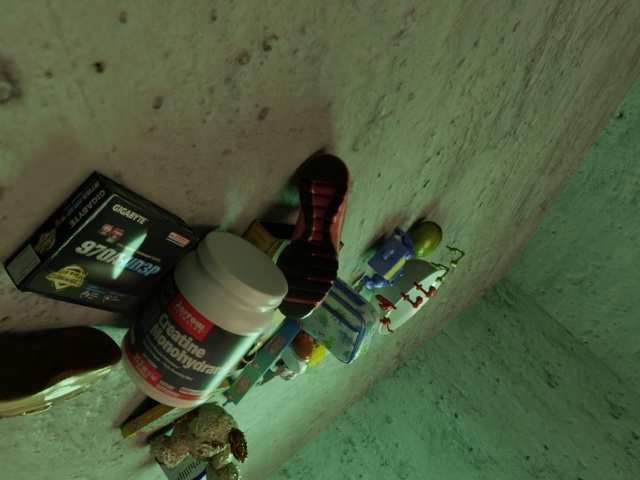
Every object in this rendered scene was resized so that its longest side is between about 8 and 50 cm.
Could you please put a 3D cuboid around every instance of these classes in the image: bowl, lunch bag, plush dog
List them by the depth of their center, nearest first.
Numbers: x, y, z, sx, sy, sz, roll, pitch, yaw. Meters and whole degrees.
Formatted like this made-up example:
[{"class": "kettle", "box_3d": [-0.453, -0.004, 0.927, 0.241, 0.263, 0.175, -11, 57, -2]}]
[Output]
[{"class": "lunch bag", "box_3d": [0.036, 0.186, 1.461, 0.090, 0.219, 0.176, -23, 142, -44]}, {"class": "plush dog", "box_3d": [-0.286, 0.502, 1.508, 0.210, 0.263, 0.225, -64, -178, -39]}, {"class": "bowl", "box_3d": [0.261, 0.158, 1.905, 0.298, 0.134, 0.297, -36, 157, -18]}]

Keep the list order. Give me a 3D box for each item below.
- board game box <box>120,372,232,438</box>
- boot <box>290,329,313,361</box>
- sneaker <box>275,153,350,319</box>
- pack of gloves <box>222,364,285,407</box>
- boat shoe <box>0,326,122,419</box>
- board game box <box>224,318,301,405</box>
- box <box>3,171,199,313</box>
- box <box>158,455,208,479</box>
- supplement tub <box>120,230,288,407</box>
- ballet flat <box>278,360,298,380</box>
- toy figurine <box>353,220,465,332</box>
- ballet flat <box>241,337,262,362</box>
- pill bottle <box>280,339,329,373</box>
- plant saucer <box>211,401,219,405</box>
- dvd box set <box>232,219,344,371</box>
[{"class": "board game box", "box_3d": [-0.328, 0.383, 1.348, 0.260, 0.039, 0.124, -35, 161, 15]}, {"class": "boot", "box_3d": [-0.045, 0.250, 1.566, 0.059, 0.157, 0.084, 8, 130, -13]}, {"class": "sneaker", "box_3d": [0.001, 0.000, 1.108, 0.136, 0.116, 0.313, 29, 76, -78]}, {"class": "pack of gloves", "box_3d": [-0.191, 0.396, 1.636, 0.195, 0.046, 0.232, -29, 173, -8]}, {"class": "boat shoe", "box_3d": [-0.439, 0.209, 0.833, 0.110, 0.122, 0.341, -51, 158, 15]}, {"class": "board game box", "box_3d": [-0.146, 0.309, 1.495, 0.160, 0.047, 0.210, -53, 174, 38]}, {"class": "box", "box_3d": [-0.298, 0.015, 0.824, 0.175, 0.051, 0.220, -45, 157, 1]}, {"class": "box", "box_3d": [-0.375, 0.639, 1.662, 0.126, 0.137, 0.072, -47, 157, 5]}, {"class": "supplement tub", "box_3d": [-0.203, 0.138, 1.013, 0.272, 0.191, 0.191, -51, 156, 16]}, {"class": "ballet flat", "box_3d": [-0.042, 0.354, 1.830, 0.222, 0.077, 0.079, -34, 136, -22]}, {"class": "toy figurine", "box_3d": [0.240, 0.066, 1.658, 0.362, 0.191, 0.217, -43, 153, -7]}, {"class": "ballet flat", "box_3d": [-0.137, 0.168, 1.173, 0.080, 0.073, 0.232, -28, 151, -34]}, {"class": "pill bottle", "box_3d": [-0.013, 0.285, 1.685, 0.209, 0.117, 0.117, -31, 154, -29]}, {"class": "plant saucer", "box_3d": [-0.324, 0.497, 1.665, 0.084, 0.013, 0.083, -35, 155, -19]}, {"class": "dvd box set", "box_3d": [-0.157, 0.141, 1.266, 0.420, 0.062, 0.308, -51, 156, 16]}]
